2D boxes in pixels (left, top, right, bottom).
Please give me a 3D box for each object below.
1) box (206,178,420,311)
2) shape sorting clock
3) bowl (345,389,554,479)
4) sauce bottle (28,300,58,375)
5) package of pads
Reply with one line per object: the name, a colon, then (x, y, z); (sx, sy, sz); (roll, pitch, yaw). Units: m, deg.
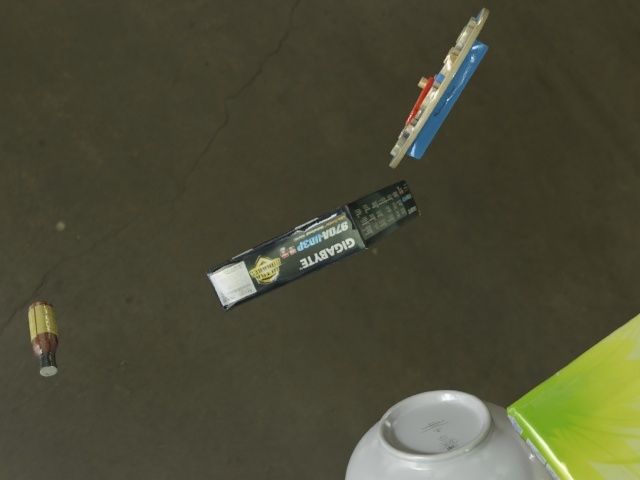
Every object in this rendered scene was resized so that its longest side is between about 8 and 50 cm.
box: (0.000, 0.000, 0.869); (0.051, 0.175, 0.220); (65, 23, -1)
shape sorting clock: (0.133, -0.174, 0.905); (0.040, 0.206, 0.206); (30, 54, -4)
bowl: (0.153, 0.282, 0.990); (0.298, 0.298, 0.134); (-31, 115, -38)
sauce bottle: (-0.433, 0.154, 1.232); (0.042, 0.042, 0.128); (6, 44, -30)
package of pads: (0.381, 0.190, 0.814); (0.229, 0.296, 0.101); (56, 4, 28)
